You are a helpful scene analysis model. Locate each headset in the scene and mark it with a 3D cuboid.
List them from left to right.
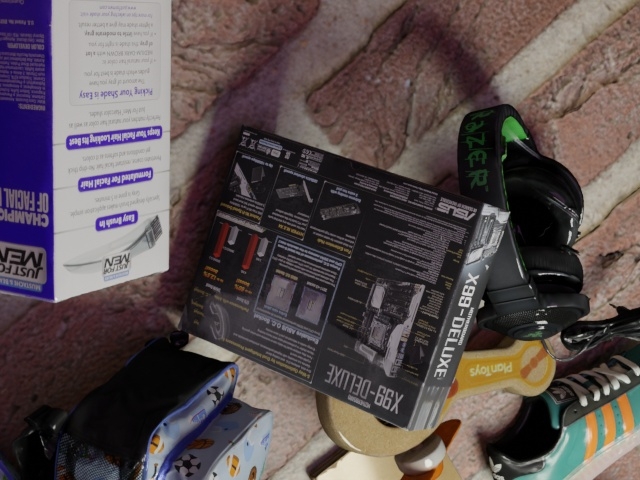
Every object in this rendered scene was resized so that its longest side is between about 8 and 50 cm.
[{"bbox_3d":[0.273,0.010,1.398,0.185,0.243,0.394,-11,137,21],"label":"headset"}]

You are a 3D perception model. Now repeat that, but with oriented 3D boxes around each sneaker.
[{"bbox_3d":[0.344,0.219,1.546,0.302,0.108,0.121,-42,117,-8],"label":"sneaker"}]

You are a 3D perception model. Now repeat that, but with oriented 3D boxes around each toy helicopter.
[{"bbox_3d":[0.150,0.181,1.434,0.355,0.140,0.235,-4,87,-34],"label":"toy helicopter"}]

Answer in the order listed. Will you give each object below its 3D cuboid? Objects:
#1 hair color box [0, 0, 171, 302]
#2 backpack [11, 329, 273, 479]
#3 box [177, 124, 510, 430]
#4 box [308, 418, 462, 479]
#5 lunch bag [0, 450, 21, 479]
[{"bbox_3d":[-0.241,-0.124,1.186,0.185,0.110,0.339,-16,110,-60],"label":"hair color box"},{"bbox_3d":[-0.176,0.266,1.262,0.213,0.276,0.263,25,114,17],"label":"backpack"},{"bbox_3d":[0.018,0.034,1.273,0.076,0.307,0.243,11,98,-61],"label":"box"},{"bbox_3d":[0.099,0.323,1.511,0.164,0.021,0.201,-36,111,-15],"label":"box"},{"bbox_3d":[-0.367,0.302,1.272,0.128,0.096,0.151,-36,102,-13],"label":"lunch bag"}]
